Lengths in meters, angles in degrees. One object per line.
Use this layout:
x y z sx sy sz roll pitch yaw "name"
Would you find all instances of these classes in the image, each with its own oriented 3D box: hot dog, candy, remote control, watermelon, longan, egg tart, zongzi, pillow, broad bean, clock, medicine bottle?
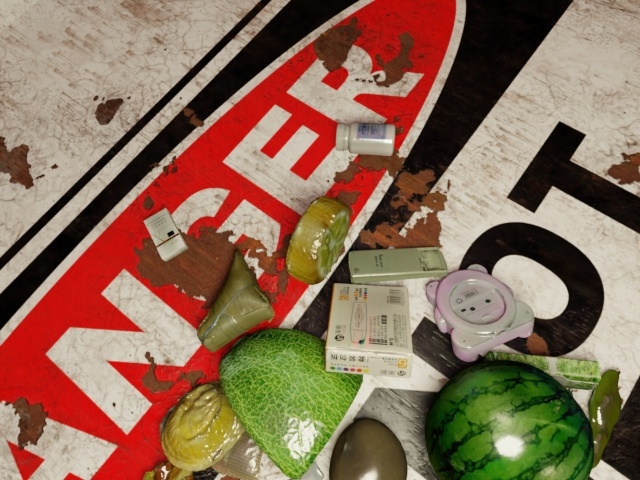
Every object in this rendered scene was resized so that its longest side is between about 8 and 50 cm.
-0.374 0.666 1.127 0.146 0.103 0.213 -24 71 -6 "hot dog"
0.000 0.000 1.270 0.118 0.260 0.260 24 73 14 "candy"
0.225 0.072 1.315 0.285 0.038 0.123 -4 37 0 "remote control"
0.421 0.443 1.021 0.363 0.363 0.363 -2 69 4 "watermelon"
0.117 0.548 1.083 0.197 0.196 0.220 6 57 7 "longan"
-0.311 0.470 1.174 0.252 0.098 0.232 -21 46 -5 "egg tart"
-0.281 0.169 1.309 0.228 0.115 0.256 -32 64 -3 "zongzi"
-0.199 0.525 1.204 0.135 0.034 0.211 13 69 11 "pillow"
0.698 0.471 1.132 0.075 0.067 0.325 25 70 26 "broad bean"
0.420 0.183 1.218 0.228 0.090 0.248 -22 42 -5 "clock"
-0.076 0.645 1.151 0.184 0.027 0.050 -35 71 -10 "remote control"
0.147 -0.332 1.464 0.187 0.103 0.102 5 70 7 "medicine bottle"

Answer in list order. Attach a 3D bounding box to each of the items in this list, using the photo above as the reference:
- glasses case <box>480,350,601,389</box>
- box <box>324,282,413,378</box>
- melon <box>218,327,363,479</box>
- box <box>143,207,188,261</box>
0.569 0.343 1.175 0.272 0.095 0.062 3 62 7 "glasses case"
0.127 0.228 1.185 0.221 0.091 0.274 4 32 7 "box"
-0.105 0.377 1.165 0.343 0.226 0.331 35 60 8 "melon"
-0.493 -0.018 1.431 0.084 0.040 0.154 -31 69 -8 "box"
